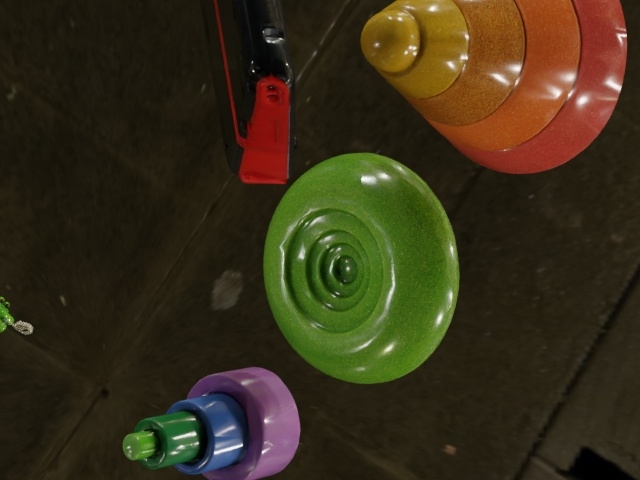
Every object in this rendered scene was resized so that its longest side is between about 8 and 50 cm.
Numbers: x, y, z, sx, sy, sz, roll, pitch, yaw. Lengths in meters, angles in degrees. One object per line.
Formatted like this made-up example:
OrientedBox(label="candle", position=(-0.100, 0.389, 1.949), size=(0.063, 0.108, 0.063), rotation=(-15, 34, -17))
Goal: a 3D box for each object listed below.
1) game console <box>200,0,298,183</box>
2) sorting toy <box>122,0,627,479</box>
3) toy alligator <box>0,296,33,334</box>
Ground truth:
OrientedBox(label="game console", position=(-0.065, -0.252, 1.025), size=(0.060, 0.342, 0.387), rotation=(-9, 81, -8))
OrientedBox(label="sorting toy", position=(0.000, 0.000, 0.682), size=(0.127, 0.126, 0.365), rotation=(49, 120, 26))
OrientedBox(label="toy alligator", position=(-0.428, 0.091, 1.731), size=(0.056, 0.189, 0.051), rotation=(53, 50, -41))
